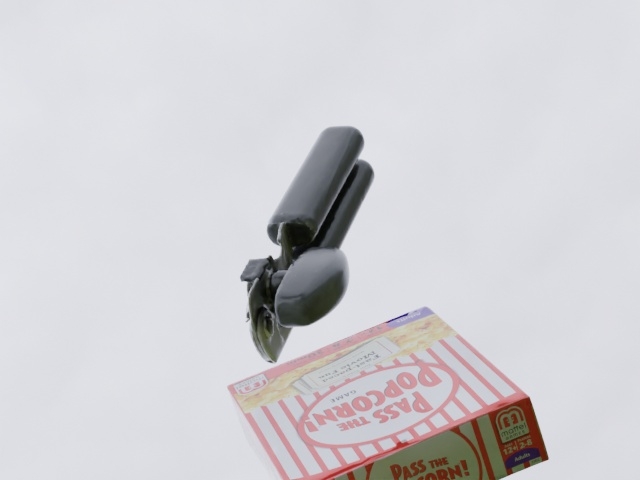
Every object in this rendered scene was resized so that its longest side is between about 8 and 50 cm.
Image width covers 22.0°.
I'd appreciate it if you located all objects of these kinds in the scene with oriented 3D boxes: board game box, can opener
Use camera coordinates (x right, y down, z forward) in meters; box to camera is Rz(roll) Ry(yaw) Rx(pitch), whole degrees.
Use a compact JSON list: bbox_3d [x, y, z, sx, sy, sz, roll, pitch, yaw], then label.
[{"bbox_3d":[0.034,0.110,1.003,0.146,0.193,0.045,-22,-72,-9],"label":"board game box"},{"bbox_3d":[0.000,0.000,1.403,0.280,0.093,0.074,-67,-32,-52],"label":"can opener"}]
